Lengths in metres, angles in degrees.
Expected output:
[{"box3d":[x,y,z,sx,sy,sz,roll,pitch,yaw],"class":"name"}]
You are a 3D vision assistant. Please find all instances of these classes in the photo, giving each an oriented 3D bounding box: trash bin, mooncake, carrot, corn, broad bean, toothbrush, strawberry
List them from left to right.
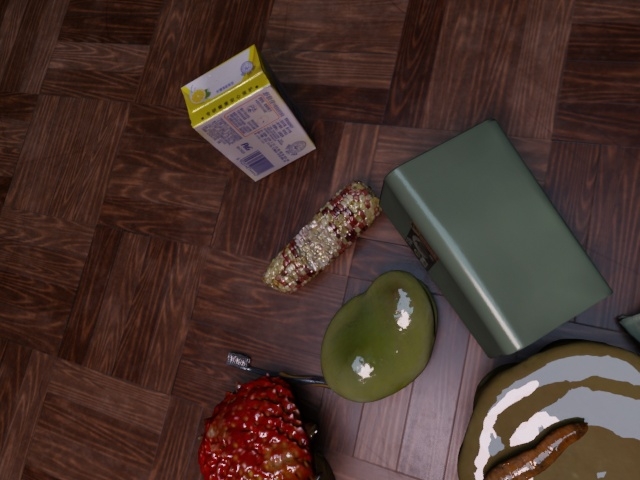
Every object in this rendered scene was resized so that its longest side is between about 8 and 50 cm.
[{"box3d":[-0.113,0.363,0.794,0.233,0.138,0.306,-54,29,-7],"class":"strawberry"},{"box3d":[-0.047,0.275,0.927,0.321,0.023,0.031,10,91,19],"class":"toothbrush"},{"box3d":[0.000,0.000,0.930,0.290,0.098,0.098,-43,70,4],"class":"corn"},{"box3d":[0.111,0.180,0.856,0.189,0.121,0.263,45,105,25],"class":"broad bean"},{"box3d":[0.283,-0.001,0.788,0.223,0.158,0.343,-28,72,-7],"class":"trash bin"},{"box3d":[0.286,0.290,0.616,0.165,0.036,0.035,-38,70,10],"class":"carrot"},{"box3d":[0.402,0.333,0.689,0.379,0.201,0.378,-4,80,21],"class":"mooncake"}]

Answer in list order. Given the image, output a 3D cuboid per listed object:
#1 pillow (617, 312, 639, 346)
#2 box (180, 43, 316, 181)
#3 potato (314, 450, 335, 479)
[{"box3d":[0.622,0.173,0.620,0.119,0.310,0.312,-21,65,-29],"class":"pillow"},{"box3d":[-0.132,-0.239,0.932,0.168,0.265,0.097,-28,69,11],"class":"box"},{"box3d":[-0.020,0.495,0.813,0.098,0.138,0.243,-12,78,10],"class":"potato"}]
